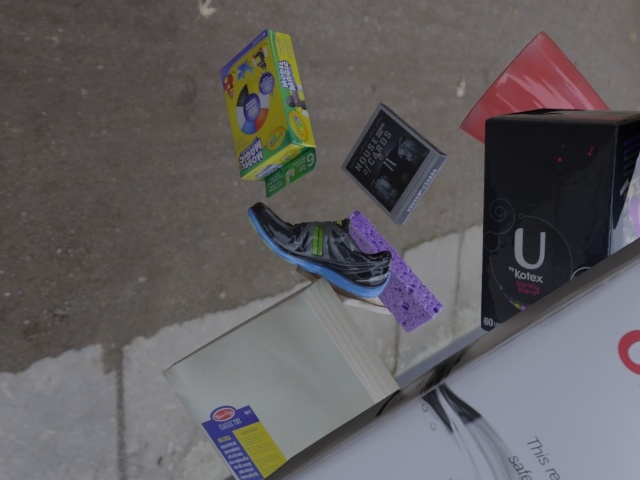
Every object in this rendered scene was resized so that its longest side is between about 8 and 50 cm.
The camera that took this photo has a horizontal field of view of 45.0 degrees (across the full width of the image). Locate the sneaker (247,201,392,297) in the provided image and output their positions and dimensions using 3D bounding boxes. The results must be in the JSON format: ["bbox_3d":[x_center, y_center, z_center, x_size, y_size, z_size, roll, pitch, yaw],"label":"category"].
[{"bbox_3d":[0.000,0.000,0.924,0.078,0.188,0.067,-63,-175,6],"label":"sneaker"}]

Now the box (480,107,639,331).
[{"bbox_3d":[0.300,-0.018,0.933,0.143,0.165,0.270,-16,110,-45],"label":"box"}]

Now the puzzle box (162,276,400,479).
[{"bbox_3d":[-0.050,0.235,1.096,0.052,0.409,0.272,-36,93,-42],"label":"puzzle box"}]

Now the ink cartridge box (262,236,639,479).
[{"bbox_3d":[0.158,0.216,0.550,0.285,0.395,0.166,56,24,8],"label":"ink cartridge box"}]

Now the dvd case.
[{"bbox_3d":[0.155,-0.171,1.699,0.030,0.238,0.179,13,116,-43],"label":"dvd case"}]

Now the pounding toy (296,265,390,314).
[{"bbox_3d":[0.088,0.041,1.478,0.154,0.269,0.154,10,106,-42],"label":"pounding toy"}]

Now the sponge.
[{"bbox_3d":[0.104,0.053,1.266,0.031,0.117,0.210,-39,85,-23],"label":"sponge"}]

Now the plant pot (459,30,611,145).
[{"bbox_3d":[0.480,-0.271,1.681,0.275,0.243,0.275,-49,175,-5],"label":"plant pot"}]

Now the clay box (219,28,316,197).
[{"bbox_3d":[-0.080,-0.188,1.167,0.053,0.127,0.222,4,66,-42],"label":"clay box"}]
